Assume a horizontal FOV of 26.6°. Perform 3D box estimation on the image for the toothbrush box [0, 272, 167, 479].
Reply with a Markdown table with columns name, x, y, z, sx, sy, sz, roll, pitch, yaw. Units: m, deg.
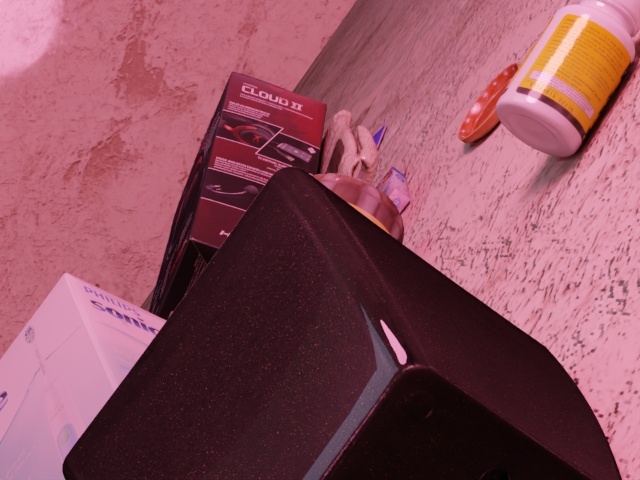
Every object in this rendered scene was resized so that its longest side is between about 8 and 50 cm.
| name | x | y | z | sx | sy | sz | roll | pitch | yaw |
| --- | --- | --- | --- | --- | --- | --- | --- | --- | --- |
| toothbrush box | -0.139 | 0.195 | 0.841 | 0.216 | 0.126 | 0.295 | -53 | 37 | 10 |

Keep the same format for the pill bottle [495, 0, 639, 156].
| name | x | y | z | sx | sy | sz | roll | pitch | yaw |
| --- | --- | --- | --- | --- | --- | --- | --- | --- | --- |
| pill bottle | 0.176 | -0.121 | 0.933 | 0.116 | 0.065 | 0.065 | -57 | 10 | -12 |

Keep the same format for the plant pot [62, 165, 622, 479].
| name | x | y | z | sx | sy | sz | roll | pitch | yaw |
| --- | --- | --- | --- | --- | --- | --- | --- | --- | --- |
| plant pot | 0.020 | 0.107 | 0.600 | 0.188 | 0.187 | 0.167 | -53 | 22 | 3 |

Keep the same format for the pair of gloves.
| name | x | y | z | sx | sy | sz | roll | pitch | yaw |
| --- | --- | --- | --- | --- | --- | --- | --- | --- | --- |
| pair of gloves | 0.000 | 0.000 | 1.300 | 0.204 | 0.042 | 0.240 | -107 | 37 | -75 |

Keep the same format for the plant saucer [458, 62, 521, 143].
| name | x | y | z | sx | sy | sz | roll | pitch | yaw |
| --- | --- | --- | --- | --- | --- | --- | --- | --- | --- |
| plant saucer | 0.152 | -0.119 | 1.189 | 0.083 | 0.013 | 0.083 | -52 | 10 | 14 |

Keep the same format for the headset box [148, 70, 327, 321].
| name | x | y | z | sx | sy | sz | roll | pitch | yaw |
| --- | --- | --- | --- | --- | --- | --- | --- | --- | --- |
| headset box | -0.087 | -0.007 | 1.341 | 0.293 | 0.110 | 0.218 | -83 | 15 | -49 |

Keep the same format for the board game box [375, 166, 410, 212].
| name | x | y | z | sx | sy | sz | roll | pitch | yaw |
| --- | --- | --- | --- | --- | --- | --- | --- | --- | --- |
| board game box | 0.051 | -0.022 | 1.311 | 0.090 | 0.020 | 0.090 | -52 | 11 | 14 |

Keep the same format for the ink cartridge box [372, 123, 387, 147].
| name | x | y | z | sx | sy | sz | roll | pitch | yaw |
| --- | --- | --- | --- | --- | --- | --- | --- | --- | --- |
| ink cartridge box | -0.014 | -0.036 | 1.595 | 0.208 | 0.045 | 0.206 | -46 | 12 | 33 |

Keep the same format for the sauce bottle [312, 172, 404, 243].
| name | x | y | z | sx | sy | sz | roll | pitch | yaw |
| --- | --- | --- | --- | --- | --- | --- | --- | --- | --- |
| sauce bottle | -0.032 | 0.097 | 1.030 | 0.111 | 0.111 | 0.344 | -43 | 17 | 47 |
